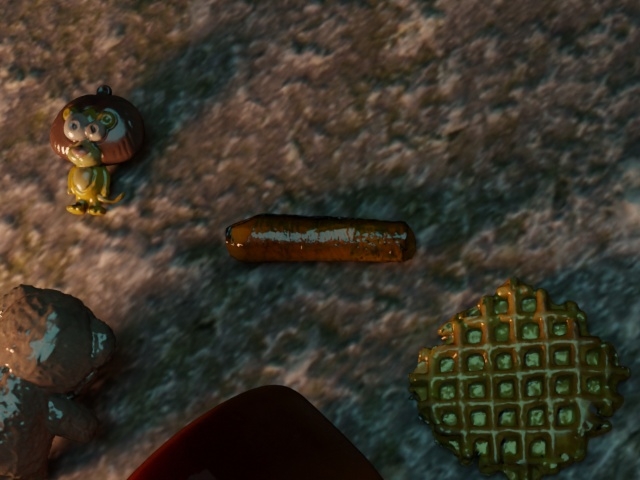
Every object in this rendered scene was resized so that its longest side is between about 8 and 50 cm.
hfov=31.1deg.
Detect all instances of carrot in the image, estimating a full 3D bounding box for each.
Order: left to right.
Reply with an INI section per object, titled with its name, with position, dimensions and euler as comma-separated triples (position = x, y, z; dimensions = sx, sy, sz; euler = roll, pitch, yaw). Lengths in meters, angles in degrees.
[carrot]
position = 0.000, 0.000, 1.570
dimensions = 0.260, 0.070, 0.070
euler = 2, 69, 14

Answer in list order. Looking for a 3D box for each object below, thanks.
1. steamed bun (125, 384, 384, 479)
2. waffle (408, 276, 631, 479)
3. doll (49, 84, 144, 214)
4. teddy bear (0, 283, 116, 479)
[steamed bun]
position = -0.117, 0.350, 1.353
dimensions = 0.379, 0.248, 0.235
euler = -42, 65, -6
[waffle]
position = 0.246, 0.179, 1.444
dimensions = 0.254, 0.052, 0.245
euler = -43, 66, -6
[doll]
position = -0.325, -0.134, 1.695
dimensions = 0.145, 0.096, 0.188
euler = -19, 75, 14
[teddy bear]
position = -0.395, 0.194, 1.540
dimensions = 0.236, 0.151, 0.267
euler = 24, 77, 20
